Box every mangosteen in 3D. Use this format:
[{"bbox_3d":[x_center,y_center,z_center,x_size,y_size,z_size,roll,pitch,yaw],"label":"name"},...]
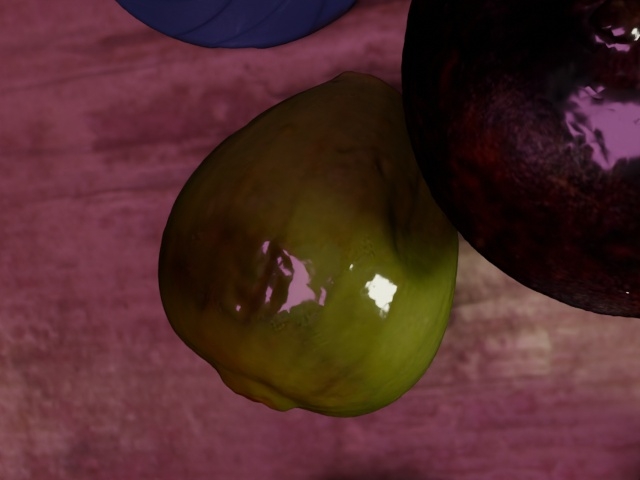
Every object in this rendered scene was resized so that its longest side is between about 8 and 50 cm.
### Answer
[{"bbox_3d":[0.195,-0.092,0.863,0.297,0.293,0.297,-13,55,20],"label":"mangosteen"}]

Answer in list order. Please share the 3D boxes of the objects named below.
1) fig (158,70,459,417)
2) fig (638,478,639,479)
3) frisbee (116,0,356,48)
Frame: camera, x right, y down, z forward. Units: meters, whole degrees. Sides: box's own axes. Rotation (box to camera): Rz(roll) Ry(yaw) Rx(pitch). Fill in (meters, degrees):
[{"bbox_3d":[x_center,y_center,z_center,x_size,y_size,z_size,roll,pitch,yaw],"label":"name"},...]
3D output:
[{"bbox_3d":[-0.004,0.003,0.961,0.207,0.207,0.230,20,105,12],"label":"fig"},{"bbox_3d":[0.281,0.217,0.912,0.203,0.225,0.203,-5,74,19],"label":"fig"},{"bbox_3d":[-0.067,-0.279,1.009,0.289,0.049,0.289,3,100,15],"label":"frisbee"}]
